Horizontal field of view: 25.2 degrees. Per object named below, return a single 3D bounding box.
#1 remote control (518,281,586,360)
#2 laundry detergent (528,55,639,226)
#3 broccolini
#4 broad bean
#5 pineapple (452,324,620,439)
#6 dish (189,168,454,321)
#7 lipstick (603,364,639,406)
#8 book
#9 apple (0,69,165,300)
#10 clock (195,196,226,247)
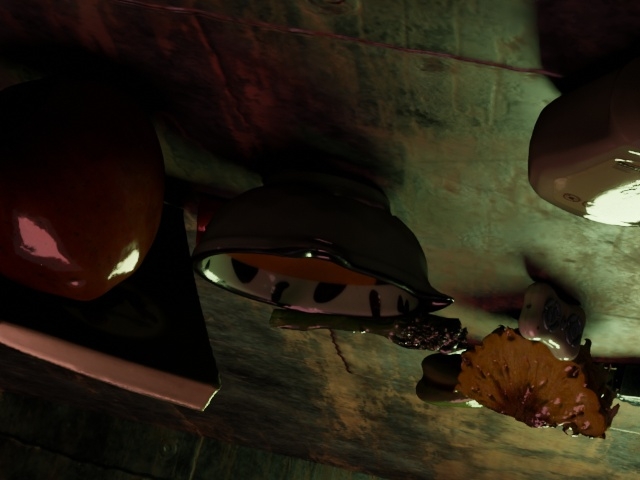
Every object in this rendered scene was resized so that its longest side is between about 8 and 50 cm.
[{"bbox_3d":[0.290,0.101,1.781,0.032,0.074,0.122,2,161,42],"label":"remote control"},{"bbox_3d":[0.284,-0.082,1.159,0.181,0.091,0.253,17,163,-13],"label":"laundry detergent"},{"bbox_3d":[0.049,0.106,1.632,0.254,0.057,0.071,-1,118,31],"label":"broccolini"},{"bbox_3d":[0.252,0.224,2.193,0.207,0.072,0.153,9,-169,-3],"label":"broad bean"},{"bbox_3d":[0.317,0.158,1.941,0.164,0.139,0.250,-23,-155,-33],"label":"pineapple"},{"bbox_3d":[0.000,0.000,1.603,0.303,0.120,0.303,10,165,3],"label":"dish"},{"bbox_3d":[0.397,0.205,2.074,0.312,0.051,0.051,1,159,40],"label":"lipstick"},{"bbox_3d":[-0.255,0.031,1.640,0.260,0.043,0.371,22,-153,-24],"label":"book"},{"bbox_3d":[-0.274,-0.057,1.461,0.234,0.234,0.234,13,163,4],"label":"apple"},{"bbox_3d":[-0.081,0.003,1.796,0.155,0.061,0.113,12,163,0],"label":"clock"}]
